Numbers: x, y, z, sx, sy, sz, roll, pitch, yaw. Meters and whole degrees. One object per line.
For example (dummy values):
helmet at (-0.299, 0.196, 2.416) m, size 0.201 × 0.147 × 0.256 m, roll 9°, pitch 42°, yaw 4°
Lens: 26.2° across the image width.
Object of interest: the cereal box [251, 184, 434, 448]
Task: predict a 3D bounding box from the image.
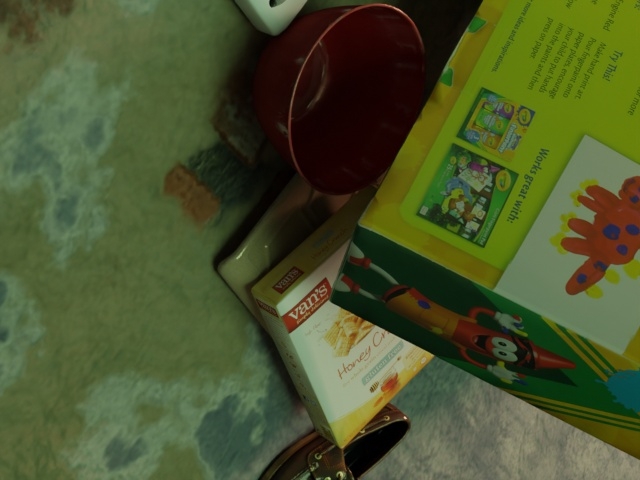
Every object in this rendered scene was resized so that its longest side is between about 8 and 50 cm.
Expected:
cereal box at (0.035, 0.081, 1.421) m, size 0.173 × 0.047 × 0.240 m, roll -43°, pitch 138°, yaw -20°

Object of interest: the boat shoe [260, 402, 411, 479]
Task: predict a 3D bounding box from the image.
boat shoe at (0.013, 0.247, 1.517) m, size 0.207 × 0.073 × 0.073 m, roll -41°, pitch 137°, yaw -25°

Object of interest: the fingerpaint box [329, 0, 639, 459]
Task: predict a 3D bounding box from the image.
fingerpaint box at (0.272, -0.058, 1.318) m, size 0.445 × 0.371 × 0.163 m, roll -61°, pitch 175°, yaw -31°

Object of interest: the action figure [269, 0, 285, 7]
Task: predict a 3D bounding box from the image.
action figure at (-0.013, -0.295, 1.017) m, size 0.341 × 0.178 × 0.330 m, roll -25°, pitch 159°, yaw -28°

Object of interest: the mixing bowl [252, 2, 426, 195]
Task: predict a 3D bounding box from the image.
mixing bowl at (0.003, -0.141, 1.277) m, size 0.181 × 0.098 × 0.181 m, roll -25°, pitch 127°, yaw -39°

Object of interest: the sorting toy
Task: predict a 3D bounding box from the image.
sorting toy at (0.000, 0.000, 1.404) m, size 0.208 × 0.038 × 0.193 m, roll -49°, pitch 139°, yaw -13°

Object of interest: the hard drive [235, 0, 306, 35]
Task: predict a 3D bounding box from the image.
hard drive at (-0.059, -0.344, 1.146) m, size 0.203 × 0.040 × 0.307 m, roll -55°, pitch 141°, yaw -12°
